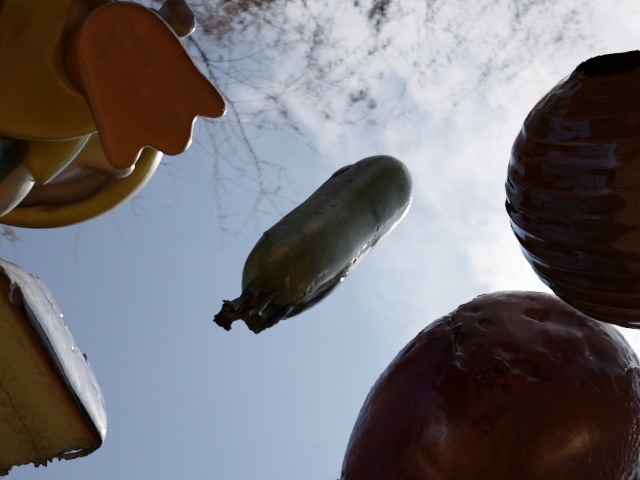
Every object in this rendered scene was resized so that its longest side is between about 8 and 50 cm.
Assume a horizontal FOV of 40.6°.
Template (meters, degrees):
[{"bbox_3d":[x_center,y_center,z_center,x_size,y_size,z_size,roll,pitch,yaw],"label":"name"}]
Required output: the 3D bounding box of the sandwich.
[{"bbox_3d":[-0.306,0.101,0.832,0.122,0.128,0.236,-22,-68,-9],"label":"sandwich"}]

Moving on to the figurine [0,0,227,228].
[{"bbox_3d":[-0.174,-0.093,0.499,0.215,0.343,0.187,38,-99,-22],"label":"figurine"}]

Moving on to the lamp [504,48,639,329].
[{"bbox_3d":[0.153,-0.023,0.395,0.136,0.136,0.136,-10,-73,-37],"label":"lamp"}]

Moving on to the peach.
[{"bbox_3d":[0.215,0.253,1.109,0.416,0.339,0.353,-41,-60,-22],"label":"peach"}]

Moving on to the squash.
[{"bbox_3d":[0.001,0.001,0.779,0.331,0.087,0.087,-44,-52,-54],"label":"squash"}]
